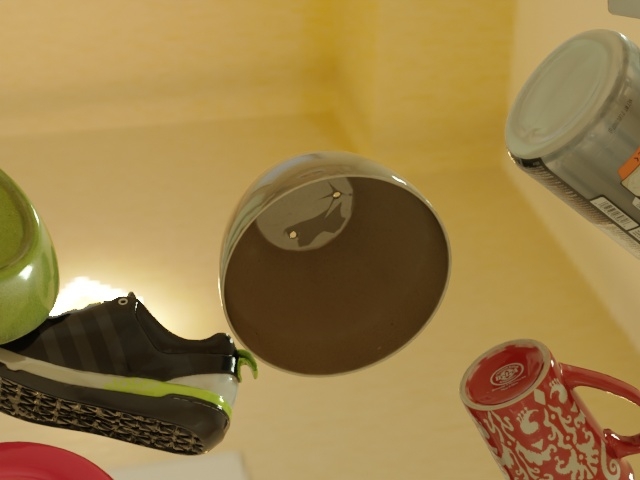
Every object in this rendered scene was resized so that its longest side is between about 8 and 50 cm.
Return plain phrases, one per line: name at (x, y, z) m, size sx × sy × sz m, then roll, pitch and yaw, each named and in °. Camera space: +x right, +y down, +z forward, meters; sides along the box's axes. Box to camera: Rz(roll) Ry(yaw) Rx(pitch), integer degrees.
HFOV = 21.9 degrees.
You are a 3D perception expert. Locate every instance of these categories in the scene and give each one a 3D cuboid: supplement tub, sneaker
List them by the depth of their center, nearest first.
sneaker at (-0.160, 0.081, 1.170) m, size 0.084 × 0.234 × 0.097 m, roll 93°, pitch 13°, yaw -62°
supplement tub at (0.386, -0.088, 1.937) m, size 0.193 × 0.316 × 0.194 m, roll -41°, pitch -151°, yaw 28°

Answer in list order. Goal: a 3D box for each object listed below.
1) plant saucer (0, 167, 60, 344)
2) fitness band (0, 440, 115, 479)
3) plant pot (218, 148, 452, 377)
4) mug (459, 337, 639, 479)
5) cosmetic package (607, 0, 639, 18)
plant saucer at (-0.285, -0.019, 1.133) m, size 0.037 × 0.241 × 0.241 m, roll -59°, pitch -149°, yaw 28°
fitness band at (-0.210, 0.274, 1.071) m, size 0.054 × 0.209 × 0.291 m, roll 72°, pitch 18°, yaw -62°
plant pot at (0.000, 0.000, 2.043) m, size 0.191 × 0.284 × 0.284 m, roll -115°, pitch -157°, yaw -57°
mug at (0.217, 0.168, 1.523) m, size 0.169 × 0.150 × 0.113 m, roll 56°, pitch -16°, yaw -29°
cosmetic package at (0.434, -0.323, 1.355) m, size 0.230 × 0.453 × 0.162 m, roll 16°, pitch -53°, yaw 33°
